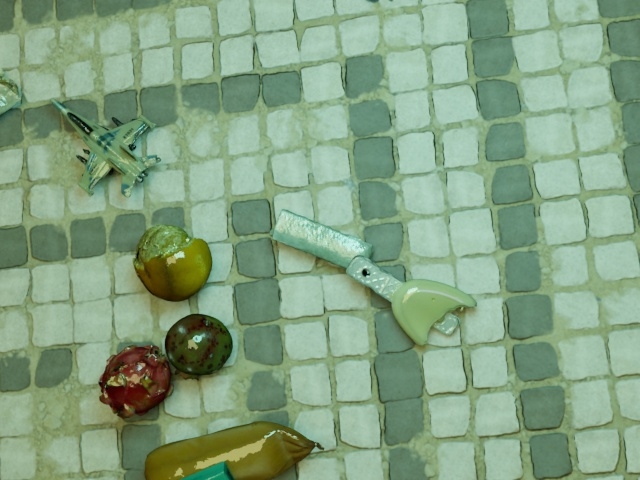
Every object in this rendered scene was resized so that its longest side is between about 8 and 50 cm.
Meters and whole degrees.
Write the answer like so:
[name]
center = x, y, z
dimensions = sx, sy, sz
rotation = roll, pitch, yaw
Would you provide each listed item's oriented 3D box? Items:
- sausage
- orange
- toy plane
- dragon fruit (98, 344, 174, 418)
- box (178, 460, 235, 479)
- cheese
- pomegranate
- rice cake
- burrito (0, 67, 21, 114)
[sausage]
center = -0.154, 0.393, 1.521
dimensions = 0.328, 0.112, 0.112
rotation = -15, 80, 5
[orange]
center = -0.274, 0.039, 1.574
dimensions = 0.156, 0.134, 0.156
rotation = 19, 119, 38
[toy plane]
center = -0.437, -0.199, 1.666
dimensions = 0.262, 0.088, 0.192
rotation = 39, 83, 21
[dragon fruit]
center = -0.333, 0.257, 1.551
dimensions = 0.133, 0.136, 0.166
rotation = 36, 123, -17
[box]
center = -0.194, 0.515, 1.487
dimensions = 0.161, 0.042, 0.226
rotation = -23, 110, 5
[cheese]
center = 0.155, 0.099, 1.530
dimensions = 0.235, 0.050, 0.127
rotation = 33, 96, -4
[pomegranate]
center = -0.225, 0.199, 1.552
dimensions = 0.130, 0.130, 0.130
rotation = -1, 81, 8
[rice cake]
center = 0.001, 0.000, 1.578
dimensions = 0.206, 0.063, 0.069
rotation = 25, 93, 10
[burrito]
center = -0.794, -0.221, 1.720
dimensions = 0.392, 0.076, 0.117
rotation = -35, 72, -1
